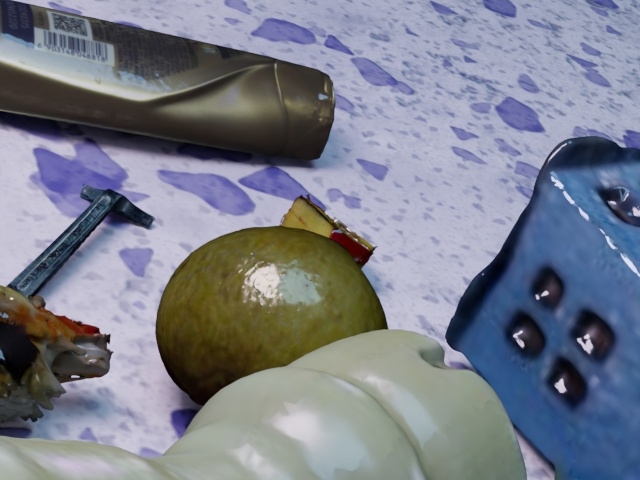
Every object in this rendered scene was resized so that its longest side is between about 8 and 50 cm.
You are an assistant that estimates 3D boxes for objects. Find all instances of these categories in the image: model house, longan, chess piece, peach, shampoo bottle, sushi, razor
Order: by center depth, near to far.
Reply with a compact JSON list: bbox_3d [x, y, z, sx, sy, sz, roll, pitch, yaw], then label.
[{"bbox_3d":[-0.076,0.166,0.708,0.234,0.234,0.442,40,31,27],"label":"chess piece"},{"bbox_3d":[-0.230,0.066,0.877,0.226,0.097,0.103,2,39,-29],"label":"sushi"},{"bbox_3d":[-0.037,0.073,0.970,0.155,0.145,0.176,18,64,39],"label":"longan"},{"bbox_3d":[0.278,0.098,1.075,0.237,0.215,0.303,-1,43,-36],"label":"model house"},{"bbox_3d":[-0.187,0.000,1.080,0.066,0.033,0.190,26,30,6],"label":"razor"},{"bbox_3d":[0.000,0.000,1.187,0.083,0.050,0.077,40,9,10],"label":"peach"},{"bbox_3d":[-0.153,-0.140,1.279,0.350,0.084,0.125,8,35,-25],"label":"shampoo bottle"}]
